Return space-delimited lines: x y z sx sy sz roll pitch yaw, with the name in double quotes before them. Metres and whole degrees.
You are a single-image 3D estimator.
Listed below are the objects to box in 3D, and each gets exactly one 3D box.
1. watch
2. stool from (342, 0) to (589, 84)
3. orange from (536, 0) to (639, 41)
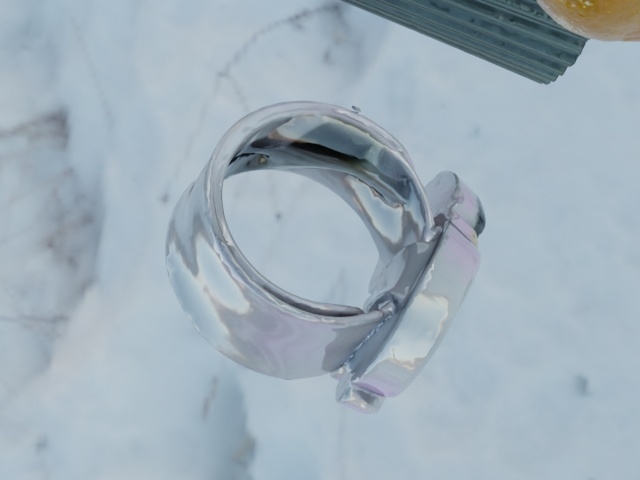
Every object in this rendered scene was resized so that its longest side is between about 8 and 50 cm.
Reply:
"watch" 0.000 0.000 1.490 0.196 0.231 0.244 -54 9 54
"stool" 0.132 -0.351 1.943 0.297 0.330 0.297 -164 90 -80
"orange" 0.255 -0.248 1.545 0.155 0.177 0.178 41 113 12
